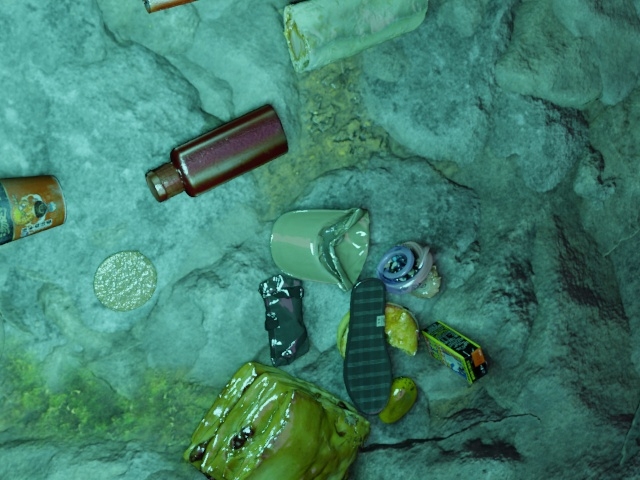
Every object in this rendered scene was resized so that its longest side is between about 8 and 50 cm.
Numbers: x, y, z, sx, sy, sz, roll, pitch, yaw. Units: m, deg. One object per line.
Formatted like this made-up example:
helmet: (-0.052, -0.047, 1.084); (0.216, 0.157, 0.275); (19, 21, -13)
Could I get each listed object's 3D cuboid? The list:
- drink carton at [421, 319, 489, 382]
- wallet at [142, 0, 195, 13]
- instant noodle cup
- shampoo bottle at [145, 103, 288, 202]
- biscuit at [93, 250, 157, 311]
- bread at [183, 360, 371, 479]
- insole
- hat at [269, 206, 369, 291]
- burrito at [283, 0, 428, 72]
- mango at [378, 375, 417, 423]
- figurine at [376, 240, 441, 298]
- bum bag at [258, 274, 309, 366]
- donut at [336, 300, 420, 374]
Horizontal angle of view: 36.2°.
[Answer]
drink carton: (0.286, 0.234, 2.079); (0.056, 0.165, 0.071); (-32, 118, -15)
wallet: (-0.215, -0.479, 1.666); (0.204, 0.045, 0.142); (-20, 116, -20)
instant noodle cup: (-0.498, -0.054, 1.615); (0.135, 0.127, 0.127); (-14, 112, -32)
shampoo bottle: (-0.188, -0.149, 1.771); (0.260, 0.064, 0.102); (-28, 117, -17)
biscuit: (-0.354, 0.075, 1.782); (0.120, 0.015, 0.120); (-9, 110, -25)
bread: (-0.071, 0.413, 1.947); (0.324, 0.167, 0.277); (35, 88, -30)
insole: (0.100, 0.219, 1.989); (0.110, 0.012, 0.309); (-5, 111, -16)
hat: (0.000, 0.000, 1.927); (0.173, 0.144, 0.166); (13, 99, 15)
burrito: (0.076, -0.419, 1.805); (0.299, 0.105, 0.143); (-29, 113, -15)
mango: (0.165, 0.345, 2.117); (0.079, 0.057, 0.114); (20, 104, -35)
figurine: (0.191, 0.061, 2.021); (0.157, 0.126, 0.114); (13, 57, -54)
bum bag: (-0.068, 0.161, 1.940); (0.087, 0.049, 0.198); (-14, 112, -18)
donut: (0.113, 0.187, 2.030); (0.181, 0.078, 0.146); (-16, 111, -16)
